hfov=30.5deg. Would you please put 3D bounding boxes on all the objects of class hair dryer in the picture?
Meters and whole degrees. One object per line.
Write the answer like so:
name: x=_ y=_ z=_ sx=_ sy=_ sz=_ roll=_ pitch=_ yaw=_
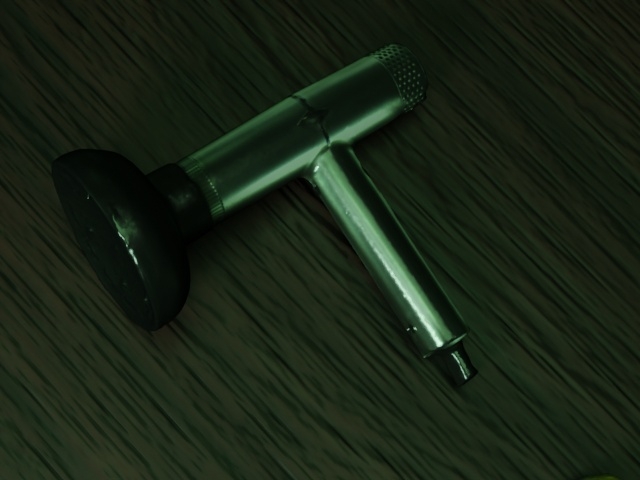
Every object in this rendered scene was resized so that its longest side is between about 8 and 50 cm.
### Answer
hair dryer: x=-0.010 y=0.002 z=0.935 sx=0.320 sy=0.156 sz=0.284 roll=-23 pitch=67 yaw=-17

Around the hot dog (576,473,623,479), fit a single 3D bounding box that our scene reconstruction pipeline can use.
hot dog: x=0.276 y=0.314 z=0.913 sx=0.087 sy=0.061 sz=0.286 roll=-29 pitch=80 yaw=-22
